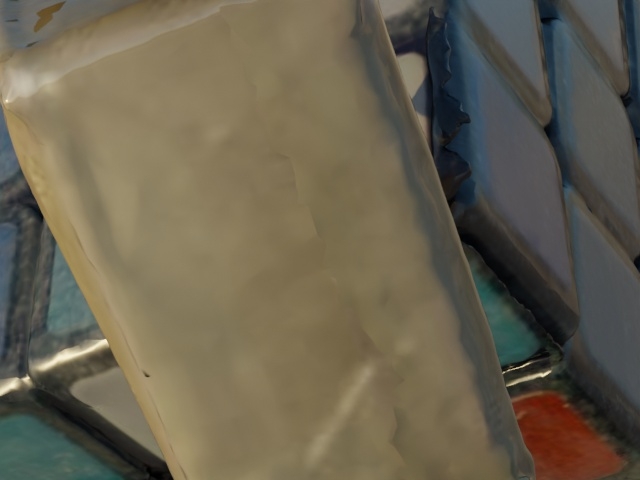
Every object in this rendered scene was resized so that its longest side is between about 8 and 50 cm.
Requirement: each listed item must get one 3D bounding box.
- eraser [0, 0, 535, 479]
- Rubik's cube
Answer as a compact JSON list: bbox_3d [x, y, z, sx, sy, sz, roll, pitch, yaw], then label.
[{"bbox_3d":[-0.033,-0.047,0.534,0.078,0.144,0.343,-21,24,-1],"label":"eraser"},{"bbox_3d":[0.000,0.000,1.021,0.363,0.362,0.359,-22,-40,26],"label":"Rubik's cube"}]
